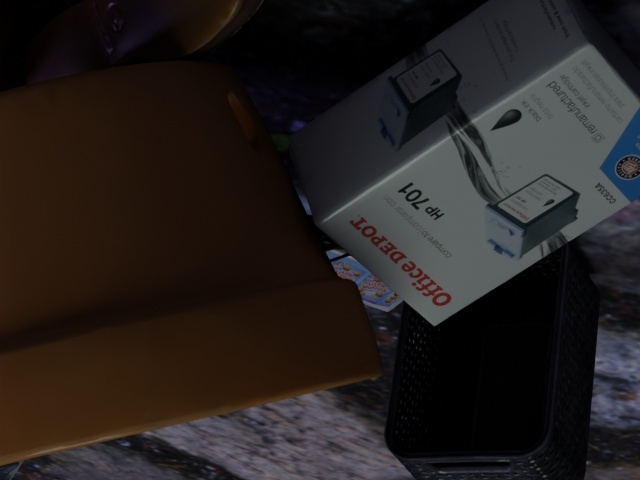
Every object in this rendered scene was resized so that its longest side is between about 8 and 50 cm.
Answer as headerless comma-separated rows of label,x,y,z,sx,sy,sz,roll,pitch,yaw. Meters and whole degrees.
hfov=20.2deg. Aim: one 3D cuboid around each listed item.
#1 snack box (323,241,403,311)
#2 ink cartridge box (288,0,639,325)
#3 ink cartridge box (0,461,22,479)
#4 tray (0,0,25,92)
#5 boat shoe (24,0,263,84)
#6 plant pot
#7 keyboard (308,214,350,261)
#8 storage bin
snack box,-0.011,0.008,1.346,0.178,0.022,0.064,20,149,-18
ink cartridge box,0.099,-0.053,1.066,0.191,0.082,0.139,-35,136,16
ink cartridge box,-0.368,0.183,1.743,0.165,0.065,0.332,16,152,-13
tray,-0.404,-0.127,1.168,0.411,0.076,0.203,9,152,0
boat shoe,-0.095,-0.135,1.071,0.073,0.073,0.207,-17,179,-44
plant pot,-0.125,0.016,1.071,0.291,0.203,0.291,-13,176,-1
keyboard,0.000,0.000,1.228,0.192,0.038,0.100,-3,-178,-12
storage bin,0.125,0.089,1.286,0.122,0.180,0.084,-5,148,25
